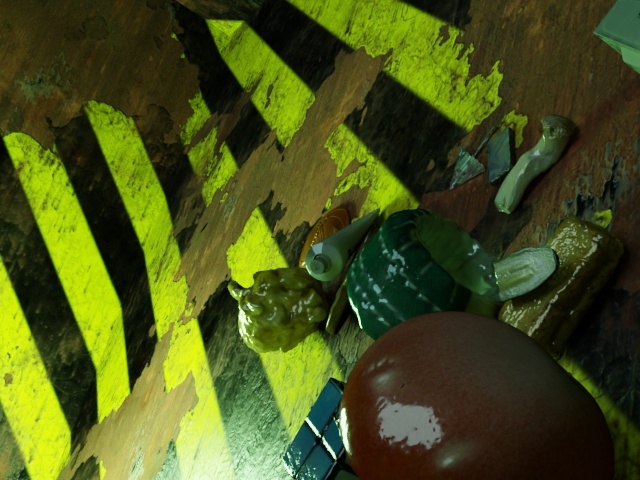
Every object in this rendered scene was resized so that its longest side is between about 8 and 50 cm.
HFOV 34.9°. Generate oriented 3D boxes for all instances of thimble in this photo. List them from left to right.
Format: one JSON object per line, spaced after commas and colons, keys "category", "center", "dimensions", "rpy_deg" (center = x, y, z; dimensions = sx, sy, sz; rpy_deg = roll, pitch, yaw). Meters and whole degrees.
{"category": "thimble", "center": [0.175, 0.076, 1.625], "dimensions": [0.167, 0.254, 0.288], "rpy_deg": [-50, 9, 22]}

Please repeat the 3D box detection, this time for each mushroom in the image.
{"category": "mushroom", "center": [0.363, -0.130, 1.760], "dimensions": [0.202, 0.054, 0.059], "rpy_deg": [-56, 23, 22]}

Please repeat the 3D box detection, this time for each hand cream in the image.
{"category": "hand cream", "center": [0.045, 0.010, 2.094], "dimensions": [0.124, 0.078, 0.341], "rpy_deg": [-56, -6, 22]}

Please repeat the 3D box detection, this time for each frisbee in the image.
{"category": "frisbee", "center": [0.000, 0.000, 2.394], "dimensions": [0.192, 0.035, 0.192], "rpy_deg": [-47, 26, 31]}

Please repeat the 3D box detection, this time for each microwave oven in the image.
{"category": "microwave oven", "center": [0.535, -0.316, 1.524], "dimensions": [0.162, 0.122, 0.208], "rpy_deg": [-55, 22, 12]}

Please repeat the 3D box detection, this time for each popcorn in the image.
{"category": "popcorn", "center": [-0.093, 0.152, 2.215], "dimensions": [0.253, 0.191, 0.190], "rpy_deg": [177, 95, -70]}

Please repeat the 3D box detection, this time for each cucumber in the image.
{"category": "cucumber", "center": [0.302, 0.046, 1.465], "dimensions": [0.107, 0.035, 0.067], "rpy_deg": [-26, 62, 41]}

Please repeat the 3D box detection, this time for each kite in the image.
{"category": "kite", "center": [0.298, -0.160, 1.992], "dimensions": [0.156, 0.011, 0.139], "rpy_deg": [-56, 25, 12]}

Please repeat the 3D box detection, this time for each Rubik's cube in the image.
{"category": "Rubik's cube", "center": [0.069, 0.347, 1.615], "dimensions": [0.167, 0.180, 0.183], "rpy_deg": [-59, 20, 3]}

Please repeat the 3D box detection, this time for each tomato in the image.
{"category": "tomato", "center": [0.199, 0.234, 1.269], "dimensions": [0.273, 0.341, 0.341], "rpy_deg": [-45, 26, 19]}

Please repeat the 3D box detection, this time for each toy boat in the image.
{"category": "toy boat", "center": [0.336, -0.157, 1.893], "dimensions": [0.063, 0.016, 0.115], "rpy_deg": [-41, 28, 39]}

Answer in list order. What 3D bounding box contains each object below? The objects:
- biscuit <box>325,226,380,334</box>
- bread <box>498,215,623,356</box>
{"category": "biscuit", "center": [0.067, 0.081, 2.048], "dimensions": [0.180, 0.039, 0.236], "rpy_deg": [-7, -59, -80]}
{"category": "bread", "center": [0.353, 0.067, 1.484], "dimensions": [0.211, 0.083, 0.114], "rpy_deg": [-57, 27, 6]}
